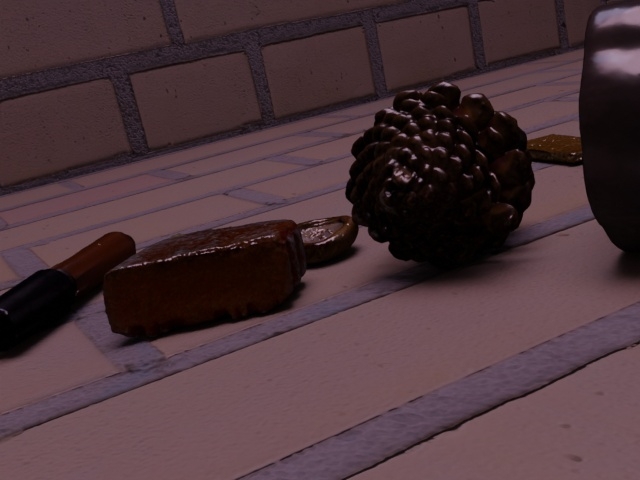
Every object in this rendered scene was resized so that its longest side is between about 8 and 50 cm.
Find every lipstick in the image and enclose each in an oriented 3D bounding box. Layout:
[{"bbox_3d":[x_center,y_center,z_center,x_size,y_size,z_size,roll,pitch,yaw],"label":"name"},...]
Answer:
[{"bbox_3d":[-0.383,0.063,1.267,0.077,0.077,0.418,-8,13,13],"label":"lipstick"}]

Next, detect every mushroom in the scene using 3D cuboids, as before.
[{"bbox_3d":[0.000,0.000,1.255,0.123,0.052,0.123,-15,20,6],"label":"mushroom"}]

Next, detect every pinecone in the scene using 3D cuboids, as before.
[{"bbox_3d":[0.178,-0.094,1.118,0.246,0.246,0.292,-3,9,30],"label":"pinecone"}]

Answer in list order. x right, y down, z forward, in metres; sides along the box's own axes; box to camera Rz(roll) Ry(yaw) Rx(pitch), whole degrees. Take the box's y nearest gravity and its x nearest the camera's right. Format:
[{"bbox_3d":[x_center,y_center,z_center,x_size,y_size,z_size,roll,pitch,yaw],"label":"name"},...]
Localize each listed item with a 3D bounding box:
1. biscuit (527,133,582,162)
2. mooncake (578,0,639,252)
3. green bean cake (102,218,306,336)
[{"bbox_3d":[0.474,-0.181,1.629,0.131,0.025,0.231,-15,14,-17],"label":"biscuit"},{"bbox_3d":[0.412,-0.138,0.971,0.154,0.306,0.306,1,19,34],"label":"mooncake"},{"bbox_3d":[-0.142,0.046,1.099,0.232,0.097,0.198,-8,13,12],"label":"green bean cake"}]
